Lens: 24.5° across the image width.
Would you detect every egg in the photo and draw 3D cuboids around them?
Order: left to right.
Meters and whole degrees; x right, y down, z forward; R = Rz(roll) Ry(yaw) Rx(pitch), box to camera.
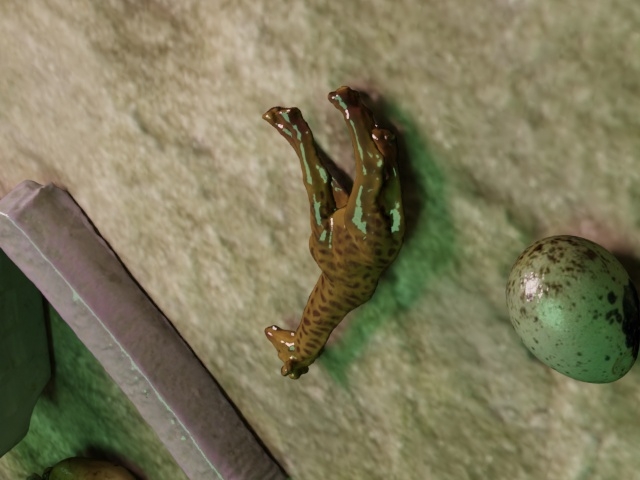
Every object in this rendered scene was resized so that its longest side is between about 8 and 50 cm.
[{"bbox_3d":[0.173,0.048,0.994,0.110,0.085,0.085,53,137,-4],"label":"egg"}]

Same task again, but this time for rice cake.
[{"bbox_3d":[-0.169,0.095,1.338,0.365,0.072,0.056,50,134,2],"label":"rice cake"}]

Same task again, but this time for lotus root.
[{"bbox_3d":[-0.220,0.253,1.478,0.152,0.063,0.072,16,162,30],"label":"lotus root"}]

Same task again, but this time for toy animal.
[{"bbox_3d":[0.008,0.003,1.139,0.149,0.054,0.275,21,128,34],"label":"toy animal"}]

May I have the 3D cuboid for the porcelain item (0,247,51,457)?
[{"bbox_3d":[-0.398,0.104,1.387,0.157,0.286,0.281,17,127,27],"label":"porcelain item"}]

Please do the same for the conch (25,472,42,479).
[{"bbox_3d":[-0.266,0.354,1.554,0.245,0.163,0.178,24,165,8],"label":"conch"}]
